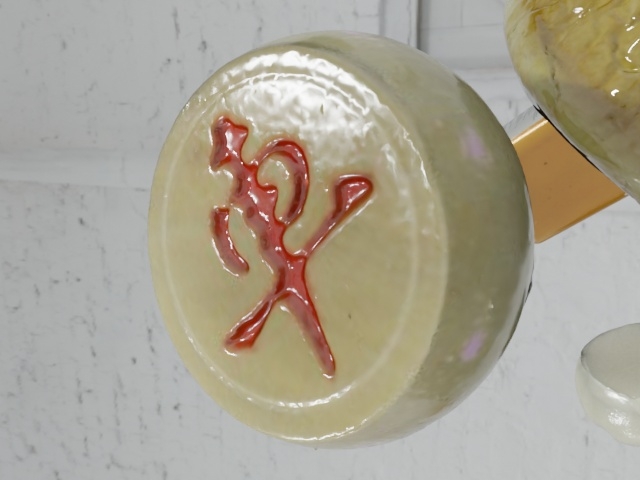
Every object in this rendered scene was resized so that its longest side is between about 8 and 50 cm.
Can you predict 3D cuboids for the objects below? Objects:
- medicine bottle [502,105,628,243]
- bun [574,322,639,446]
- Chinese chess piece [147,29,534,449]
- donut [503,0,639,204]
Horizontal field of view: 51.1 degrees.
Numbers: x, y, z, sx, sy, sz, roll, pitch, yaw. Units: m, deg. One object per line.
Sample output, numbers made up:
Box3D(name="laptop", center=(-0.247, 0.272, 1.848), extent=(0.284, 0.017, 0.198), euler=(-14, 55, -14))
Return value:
Box3D(name="medicine bottle", center=(0.322, -0.113, 0.843), extent=(0.149, 0.222, 0.112), euler=(48, -142, -9))
Box3D(name="bun", center=(0.402, 0.190, 0.822), extent=(0.173, 0.173, 0.119), euler=(-54, -43, -54))
Box3D(name="Chinese chess piece", center=(0.000, 0.000, 0.408), extent=(0.097, 0.251, 0.250), euler=(-5, -82, -51))
Box3D(name="donut", center=(0.287, -0.116, 0.510), extent=(0.160, 0.330, 0.330), euler=(-49, -5, 27))
